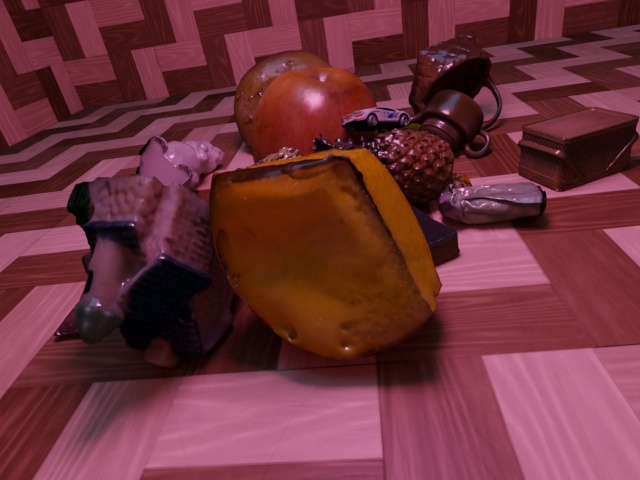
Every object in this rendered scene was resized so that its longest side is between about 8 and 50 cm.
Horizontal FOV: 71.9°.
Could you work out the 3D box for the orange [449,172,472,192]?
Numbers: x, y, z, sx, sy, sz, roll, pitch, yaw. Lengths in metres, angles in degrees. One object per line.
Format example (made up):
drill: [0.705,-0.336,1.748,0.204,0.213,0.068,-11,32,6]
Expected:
orange: [0.356,-0.146,1.164,0.086,0.062,0.086,-9,27,4]

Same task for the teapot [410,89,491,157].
teapot: [0.404,-0.344,1.395,0.268,0.185,0.175,33,82,15]

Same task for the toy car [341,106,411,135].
toy car: [0.143,-0.302,1.110,0.205,0.056,0.095,-13,3,-38]

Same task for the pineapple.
pineapple: [0.152,-0.196,1.084,0.362,0.202,0.202,6,20,-32]

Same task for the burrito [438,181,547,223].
burrito: [0.394,-0.088,1.032,0.229,0.089,0.144,-2,17,13]

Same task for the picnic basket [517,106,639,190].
picnic basket: [0.671,-0.248,1.161,0.267,0.139,0.165,-18,31,-13]

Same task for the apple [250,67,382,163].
apple: [-0.007,-0.313,1.281,0.392,0.346,0.391,-2,30,1]

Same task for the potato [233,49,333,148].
potato: [-0.128,-0.560,1.713,0.442,0.319,0.385,-23,20,-12]

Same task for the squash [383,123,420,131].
squash: [0.314,-0.400,1.607,0.066,0.066,0.201,-33,31,-33]

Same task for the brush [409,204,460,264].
brush: [0.205,-0.013,0.986,0.123,0.059,0.197,-19,31,-17]

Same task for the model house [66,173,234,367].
model house: [-0.291,0.070,0.771,0.243,0.298,0.284,-3,69,22]

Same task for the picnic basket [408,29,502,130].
picnic basket: [0.488,-0.512,1.580,0.293,0.337,0.337,-24,32,-4]

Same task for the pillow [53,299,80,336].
pillow: [-0.485,0.135,0.961,0.118,0.043,0.185,-5,31,4]

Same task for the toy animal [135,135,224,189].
toy animal: [-0.478,-0.257,1.517,0.258,0.194,0.357,-30,11,13]

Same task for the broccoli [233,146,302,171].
broccoli: [-0.056,-0.083,0.997,0.375,0.249,0.302,-3,33,23]

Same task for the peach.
peach: [0.000,0.000,0.755,0.306,0.380,0.242,-34,5,18]
